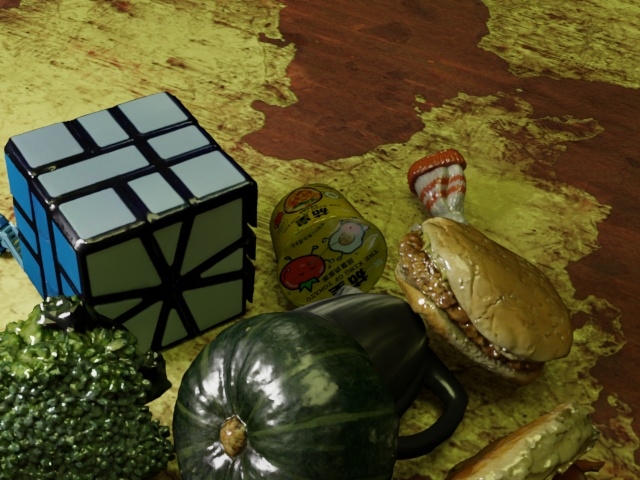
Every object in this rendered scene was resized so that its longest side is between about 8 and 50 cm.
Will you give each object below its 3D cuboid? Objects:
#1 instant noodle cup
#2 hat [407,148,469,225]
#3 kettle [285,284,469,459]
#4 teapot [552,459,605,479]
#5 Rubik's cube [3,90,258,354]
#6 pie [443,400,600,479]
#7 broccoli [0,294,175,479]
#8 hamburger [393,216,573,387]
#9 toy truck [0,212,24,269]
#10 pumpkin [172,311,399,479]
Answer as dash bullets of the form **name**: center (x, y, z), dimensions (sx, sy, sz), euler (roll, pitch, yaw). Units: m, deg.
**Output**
- **instant noodle cup**: center (0.000, 0.000, 1.627), dimensions (0.182, 0.182, 0.144), euler (-8, 36, -15)
- **hat**: center (0.224, -0.074, 1.786), dimensions (0.112, 0.093, 0.162), euler (-22, 50, 9)
- **kettle**: center (0.069, 0.169, 1.428), dimensions (0.251, 0.207, 0.271), euler (13, 25, 35)
- **teapot**: center (0.317, 0.355, 1.330), dimensions (0.116, 0.116, 0.173), euler (27, 74, 22)
- **Rubik's cube**: center (-0.285, -0.018, 1.530), dimensions (0.293, 0.288, 0.283), euler (-23, 49, -30)
- **pie**: center (0.190, 0.304, 1.207), dimensions (0.339, 0.339, 0.083), euler (-28, 76, -31)
- **broccoli**: center (-0.361, 0.227, 1.270), dimensions (0.338, 0.277, 0.317), euler (-22, -1, 21)
- **hamburger**: center (0.244, 0.079, 1.497), dimensions (0.283, 0.144, 0.259), euler (26, 25, -19)
- **toy truck**: center (-0.510, 0.005, 1.642), dimensions (0.090, 0.073, 0.056), euler (32, 47, 7)
- **pumpkin**: center (-0.041, 0.230, 1.221), dimensions (0.207, 0.300, 0.300), euler (-2, 36, -48)
